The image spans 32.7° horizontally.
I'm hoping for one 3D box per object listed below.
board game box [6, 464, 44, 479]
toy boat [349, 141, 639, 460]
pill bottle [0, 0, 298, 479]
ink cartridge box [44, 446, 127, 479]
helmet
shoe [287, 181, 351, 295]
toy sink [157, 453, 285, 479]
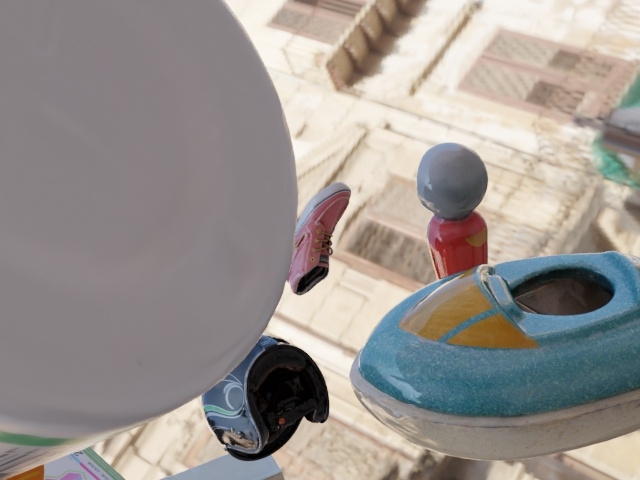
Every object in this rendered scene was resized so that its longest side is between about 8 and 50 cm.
[{"bbox_3d":[-0.490,0.370,1.048,0.356,0.356,0.356,12,-43,-25],"label":"board game box"},{"bbox_3d":[0.141,0.039,0.876,0.267,0.318,0.148,-13,-61,-4],"label":"toy boat"},{"bbox_3d":[-0.196,0.018,0.466,0.204,0.361,0.204,22,-123,-37],"label":"pill bottle"},{"bbox_3d":[-0.430,0.437,1.684,0.255,0.189,0.097,-24,-51,-39],"label":"ink cartridge box"},{"bbox_3d":[-0.082,0.208,1.453,0.169,0.161,0.169,7,-103,-30],"label":"helmet"},{"bbox_3d":[0.000,0.000,1.619,0.063,0.081,0.178,9,-50,-47],"label":"shoe"},{"bbox_3d":[-0.159,0.417,1.588,0.234,0.131,0.153,-21,-72,-13],"label":"toy sink"}]
